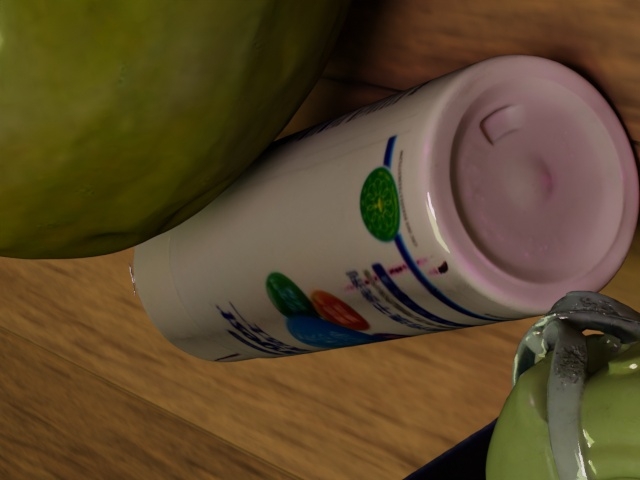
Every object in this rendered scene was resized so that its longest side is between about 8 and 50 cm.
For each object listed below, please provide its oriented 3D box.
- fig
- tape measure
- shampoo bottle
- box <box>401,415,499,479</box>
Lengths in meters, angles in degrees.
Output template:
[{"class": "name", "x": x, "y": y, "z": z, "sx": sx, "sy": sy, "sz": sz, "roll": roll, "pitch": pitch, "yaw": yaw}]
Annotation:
[{"class": "fig", "x": -0.097, "y": -0.122, "z": 0.641, "sx": 0.233, "sy": 0.233, "sz": 0.314, "roll": 54, "pitch": 156, "yaw": 11}, {"class": "tape measure", "x": 0.125, "y": 0.100, "z": 0.558, "sx": 0.154, "sy": 0.087, "sz": 0.177, "roll": -6, "pitch": 108, "yaw": 50}, {"class": "shampoo bottle", "x": 0.000, "y": 0.000, "z": 0.736, "sx": 0.303, "sy": 0.092, "sz": 0.092, "roll": -15, "pitch": 103, "yaw": 59}, {"class": "box", "x": 0.040, "y": 0.207, "z": 0.785, "sx": 0.071, "sy": 0.168, "sz": 0.259, "roll": 42, "pitch": 147, "yaw": 34}]
